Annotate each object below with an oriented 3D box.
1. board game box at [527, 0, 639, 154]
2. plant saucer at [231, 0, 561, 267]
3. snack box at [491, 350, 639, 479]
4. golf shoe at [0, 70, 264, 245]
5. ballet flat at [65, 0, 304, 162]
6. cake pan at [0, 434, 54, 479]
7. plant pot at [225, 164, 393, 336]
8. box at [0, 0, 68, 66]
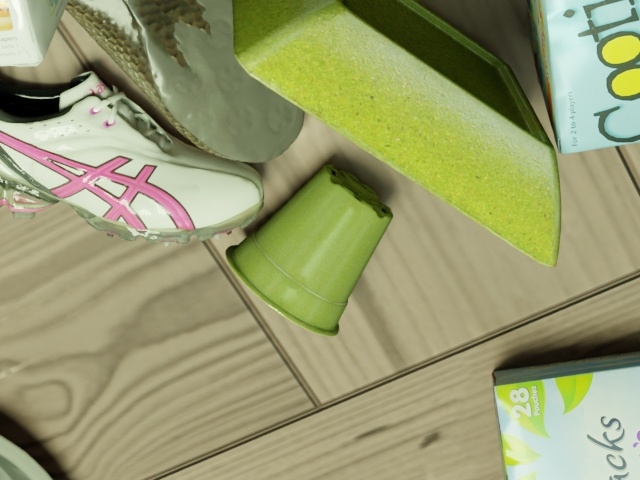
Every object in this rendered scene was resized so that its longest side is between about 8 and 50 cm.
[{"bbox_3d":[0.241,-0.154,0.759,0.275,0.142,0.144,-8,120,5],"label":"board game box"},{"bbox_3d":[0.044,-0.086,0.780,0.188,0.188,0.045,32,110,-17],"label":"plant saucer"},{"bbox_3d":[0.207,0.175,0.957,0.175,0.070,0.207,-8,92,6],"label":"snack box"},{"bbox_3d":[-0.121,-0.050,0.872,0.186,0.067,0.086,10,120,-5],"label":"golf shoe"},{"bbox_3d":[-0.105,-0.134,0.833,0.250,0.058,0.084,40,79,-27],"label":"ballet flat"},{"bbox_3d":[-0.297,0.240,0.992,0.293,0.054,0.293,-7,107,-25],"label":"cake pan"},{"bbox_3d":[0.000,0.000,0.903,0.083,0.083,0.079,33,103,-18],"label":"plant pot"},{"bbox_3d":[-0.182,-0.182,0.641,0.114,0.103,0.203,-3,124,6],"label":"box"}]
